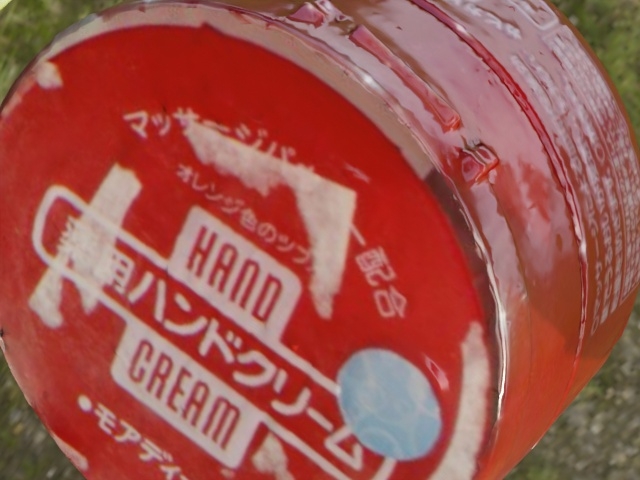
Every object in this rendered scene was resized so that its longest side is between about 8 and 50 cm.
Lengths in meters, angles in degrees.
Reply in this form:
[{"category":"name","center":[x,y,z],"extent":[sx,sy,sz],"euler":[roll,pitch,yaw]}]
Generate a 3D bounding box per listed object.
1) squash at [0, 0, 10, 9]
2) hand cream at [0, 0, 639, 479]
[{"category":"squash","center":[-0.144,-0.166,0.423],"extent":[0.083,0.083,0.250],"euler":[-29,74,-38]},{"category":"hand cream","center":[0.000,0.000,0.596],"extent":[0.230,0.230,0.149],"euler":[47,39,5]}]
